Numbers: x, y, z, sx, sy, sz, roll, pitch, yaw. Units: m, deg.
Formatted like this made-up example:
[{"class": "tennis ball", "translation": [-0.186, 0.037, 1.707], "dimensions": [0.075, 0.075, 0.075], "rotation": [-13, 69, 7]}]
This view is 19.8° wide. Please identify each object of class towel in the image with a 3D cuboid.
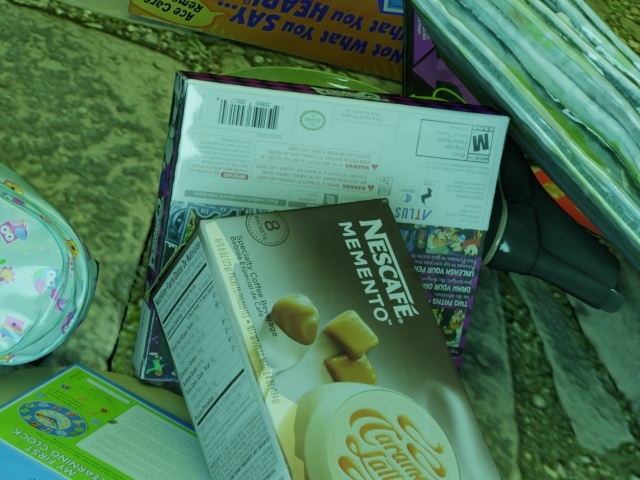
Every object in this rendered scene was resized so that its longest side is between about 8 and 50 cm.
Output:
[{"class": "towel", "translation": [0.204, -0.078, 1.332], "dimensions": [0.320, 0.090, 0.374], "rotation": [49, 4, 9]}]

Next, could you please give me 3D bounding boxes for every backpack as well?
[{"class": "backpack", "translation": [-0.238, 0.012, 1.202], "dimensions": [0.182, 0.152, 0.115], "rotation": [31, 3, 3]}]

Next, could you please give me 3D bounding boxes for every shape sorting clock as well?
[{"class": "shape sorting clock", "translation": [-0.134, 0.143, 1.147], "dimensions": [0.206, 0.040, 0.206], "rotation": [18, 23, -8]}]

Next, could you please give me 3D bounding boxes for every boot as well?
[{"class": "boot", "translation": [0.180, -0.017, 1.497], "dimensions": [0.137, 0.077, 0.198], "rotation": [24, 35, -7]}]

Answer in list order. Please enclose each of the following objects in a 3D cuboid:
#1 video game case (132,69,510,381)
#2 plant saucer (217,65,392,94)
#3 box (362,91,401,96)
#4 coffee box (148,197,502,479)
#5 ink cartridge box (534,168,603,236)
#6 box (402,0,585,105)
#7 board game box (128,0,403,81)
[{"class": "video game case", "translation": [0.000, 0.000, 1.253], "dimensions": [0.232, 0.210, 0.042], "rotation": [5, 15, -18]}, {"class": "plant saucer", "translation": [-0.002, -0.068, 1.517], "dimensions": [0.241, 0.037, 0.241], "rotation": [10, 33, -6]}, {"class": "box", "translation": [-0.020, -0.024, 1.334], "dimensions": [0.158, 0.156, 0.093], "rotation": [2, 34, -17]}, {"class": "coffee box", "translation": [0.007, 0.108, 1.121], "dimensions": [0.141, 0.098, 0.246], "rotation": [-6, 63, -30]}, {"class": "ink cartridge box", "translation": [0.304, -0.063, 1.613], "dimensions": [0.181, 0.056, 0.225], "rotation": [31, 35, 25]}, {"class": "box", "translation": [0.153, -0.156, 1.615], "dimensions": [0.162, 0.116, 0.029], "rotation": [0, -3, -1]}, {"class": "board game box", "translation": [0.049, -0.402, 1.739], "dimensions": [0.357, 0.356, 0.356], "rotation": [13, 33, -1]}]
